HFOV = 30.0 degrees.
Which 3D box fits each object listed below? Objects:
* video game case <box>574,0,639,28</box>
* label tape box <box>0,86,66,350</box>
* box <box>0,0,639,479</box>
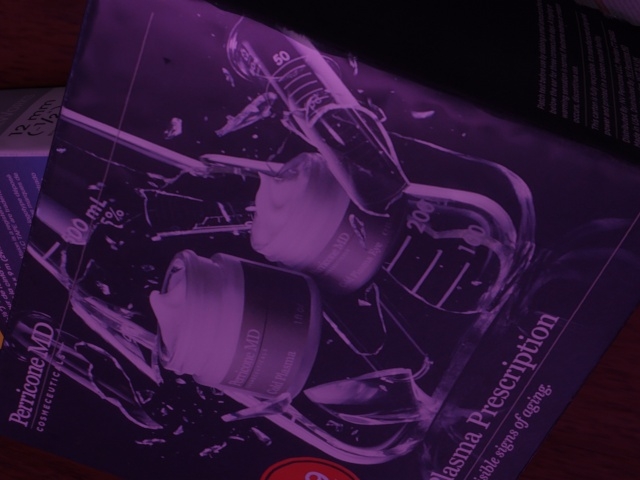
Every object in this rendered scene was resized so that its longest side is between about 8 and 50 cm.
[{"bbox_3d":[0.143,-0.098,0.771,0.285,0.025,0.204,-21,116,39],"label":"video game case"},{"bbox_3d":[-0.203,0.003,0.983,0.348,0.115,0.249,3,128,29],"label":"label tape box"},{"bbox_3d":[0.000,0.000,0.716,0.312,0.179,0.343,21,126,-4],"label":"box"}]
